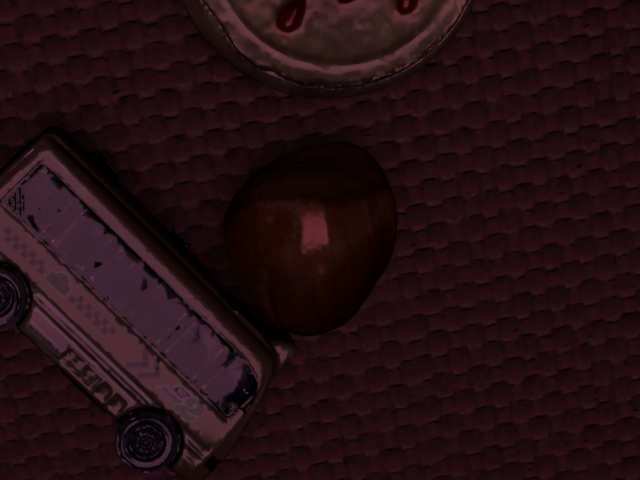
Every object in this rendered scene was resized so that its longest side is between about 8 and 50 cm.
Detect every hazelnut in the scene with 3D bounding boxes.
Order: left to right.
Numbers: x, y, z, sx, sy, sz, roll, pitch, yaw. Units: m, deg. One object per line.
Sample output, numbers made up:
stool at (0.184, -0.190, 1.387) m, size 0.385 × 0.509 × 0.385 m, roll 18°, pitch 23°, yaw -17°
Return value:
hazelnut at (0.000, 0.000, 1.042) m, size 0.150 × 0.150 × 0.150 m, roll -1°, pitch 103°, yaw -6°

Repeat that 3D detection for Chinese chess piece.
Chinese chess piece at (0.007, -0.235, 1.013) m, size 0.250 × 0.103 × 0.249 m, roll -2°, pitch 106°, yaw -6°

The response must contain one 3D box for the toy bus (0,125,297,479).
toy bus at (-0.162, 0.051, 1.047) m, size 0.157 × 0.139 × 0.289 m, roll -44°, pitch 100°, yaw 0°
